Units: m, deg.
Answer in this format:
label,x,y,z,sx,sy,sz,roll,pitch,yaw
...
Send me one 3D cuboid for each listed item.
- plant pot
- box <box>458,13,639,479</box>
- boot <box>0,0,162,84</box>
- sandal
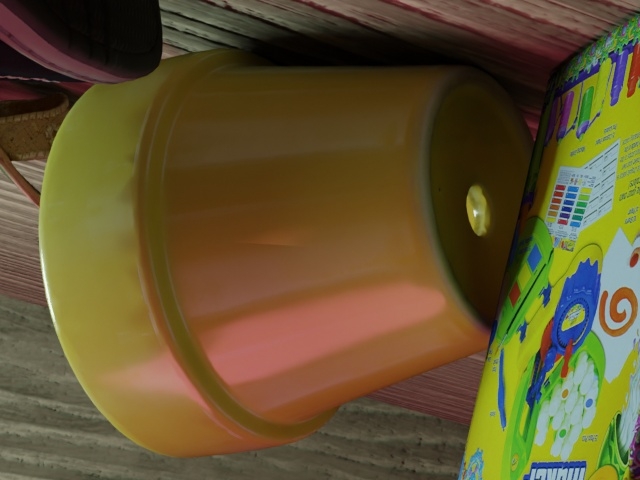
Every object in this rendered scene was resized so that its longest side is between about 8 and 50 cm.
label,x,y,z,sx,sy,sz,roll,pitch,yaw
plant pot,0.000,-0.003,1.204,0.239,0.254,0.254,-9,160,31
box,0.204,0.042,0.990,0.177,0.279,0.290,16,171,-9
boot,-0.262,-0.112,0.830,0.284,0.138,0.377,-17,170,23
sandal,-0.227,-0.089,1.498,0.240,0.079,0.088,44,176,-29
